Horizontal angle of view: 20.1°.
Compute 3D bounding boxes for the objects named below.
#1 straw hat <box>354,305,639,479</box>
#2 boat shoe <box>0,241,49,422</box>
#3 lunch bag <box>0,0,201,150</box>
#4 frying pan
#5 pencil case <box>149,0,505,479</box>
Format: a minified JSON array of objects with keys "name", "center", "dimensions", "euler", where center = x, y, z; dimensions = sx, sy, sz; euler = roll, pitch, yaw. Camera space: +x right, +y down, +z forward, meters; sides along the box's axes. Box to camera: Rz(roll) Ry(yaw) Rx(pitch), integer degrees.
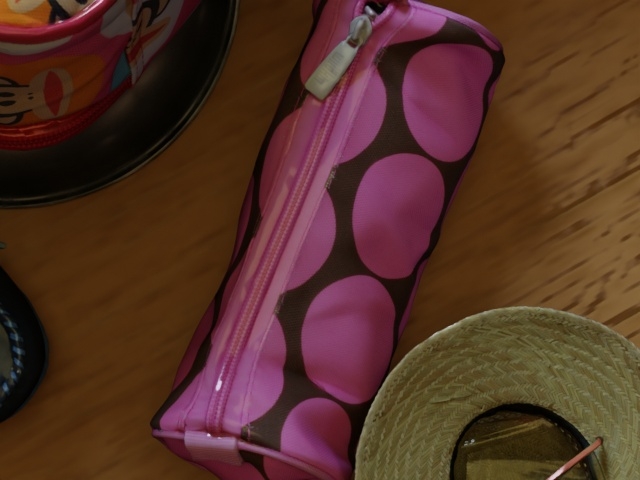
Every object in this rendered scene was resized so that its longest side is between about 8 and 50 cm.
[{"name":"straw hat","center":[0.082,0.100,0.727],"dimensions":[0.145,0.061,0.144],"euler":[0,86,0]},{"name":"boat shoe","center":[-0.230,-0.004,0.726],"dimensions":[0.258,0.089,0.109],"euler":[30,83,4]},{"name":"lunch bag","center":[-0.126,-0.205,0.695],"dimensions":[0.258,0.120,0.293],"euler":[34,67,7]},{"name":"frying pan","center":[-0.131,-0.177,0.776],"dimensions":[0.197,0.053,0.326],"euler":[2,85,-2]},{"name":"pencil case","center":[0.000,0.000,0.722],"dimensions":[0.095,0.098,0.209],"euler":[17,82,10]}]
